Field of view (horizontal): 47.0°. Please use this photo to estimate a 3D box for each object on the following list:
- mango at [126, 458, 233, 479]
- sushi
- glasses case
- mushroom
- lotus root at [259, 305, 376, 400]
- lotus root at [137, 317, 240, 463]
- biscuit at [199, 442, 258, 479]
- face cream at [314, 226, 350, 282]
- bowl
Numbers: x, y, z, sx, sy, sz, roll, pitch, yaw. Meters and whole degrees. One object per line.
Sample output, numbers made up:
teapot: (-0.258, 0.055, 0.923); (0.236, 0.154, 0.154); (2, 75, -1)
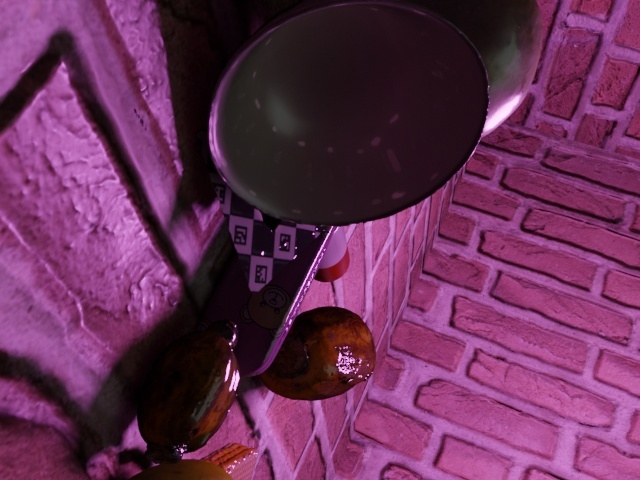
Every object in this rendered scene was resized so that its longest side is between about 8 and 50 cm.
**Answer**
mango: (-0.222, 0.394, 0.971); (0.293, 0.143, 0.175); (-17, 102, -53)
sushi: (-0.083, -0.078, 1.002); (0.219, 0.047, 0.231); (-44, 125, -46)
glasses case: (-0.076, 0.052, 1.104); (0.076, 0.123, 0.316); (78, 36, -64)
mushroom: (0.149, -0.303, 1.091); (0.260, 0.352, 0.352); (-111, -142, -81)
lotus root: (0.001, 0.223, 1.463); (0.397, 0.195, 0.179); (15, 60, -70)
lotus root: (-0.172, 0.192, 0.971); (0.120, 0.120, 0.210); (81, 31, -60)
biscuit: (-0.200, 0.425, 1.265); (0.378, 0.054, 0.094); (15, 93, -75)
face cream: (0.000, 0.000, 1.357); (0.214, 0.095, 0.096); (73, 40, -66)
bowl: (0.025, -0.184, 0.908); (0.337, 0.337, 0.158); (92, -9, -48)
